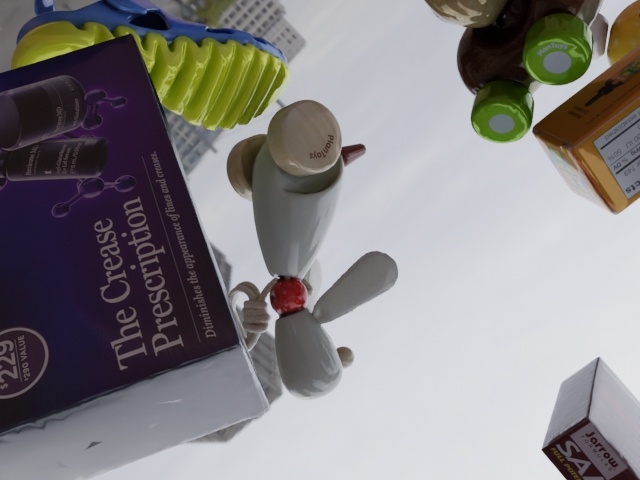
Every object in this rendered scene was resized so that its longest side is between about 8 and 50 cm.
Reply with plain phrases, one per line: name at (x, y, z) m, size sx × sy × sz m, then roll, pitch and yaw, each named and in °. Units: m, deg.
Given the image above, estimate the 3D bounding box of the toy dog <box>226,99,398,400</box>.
toy dog at (0.000, 0.000, 0.900) m, size 0.161 × 0.333 × 0.220 m, roll -7°, pitch -163°, yaw -31°

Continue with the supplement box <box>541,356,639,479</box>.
supplement box at (0.357, 0.246, 0.947) m, size 0.073 × 0.130 × 0.239 m, roll -43°, pitch 171°, yaw 22°

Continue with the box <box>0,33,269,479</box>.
box at (-0.164, 0.010, 0.478) m, size 0.184 × 0.103 × 0.261 m, roll -21°, pitch -124°, yaw -6°

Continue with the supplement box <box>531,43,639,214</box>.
supplement box at (0.289, -0.124, 0.594) m, size 0.233 × 0.080 × 0.078 m, roll -35°, pitch -160°, yaw 5°

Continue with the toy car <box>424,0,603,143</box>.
toy car at (0.121, -0.203, 0.634) m, size 0.149 × 0.188 × 0.155 m, roll -53°, pitch -165°, yaw 51°

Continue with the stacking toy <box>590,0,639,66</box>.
stacking toy at (0.748, -0.419, 1.640) m, size 0.480 × 0.350 × 0.350 m, roll 8°, pitch -136°, yaw 18°

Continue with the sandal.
sandal at (-0.167, -0.205, 0.797) m, size 0.126 × 0.317 × 0.138 m, roll -46°, pitch -124°, yaw 35°
